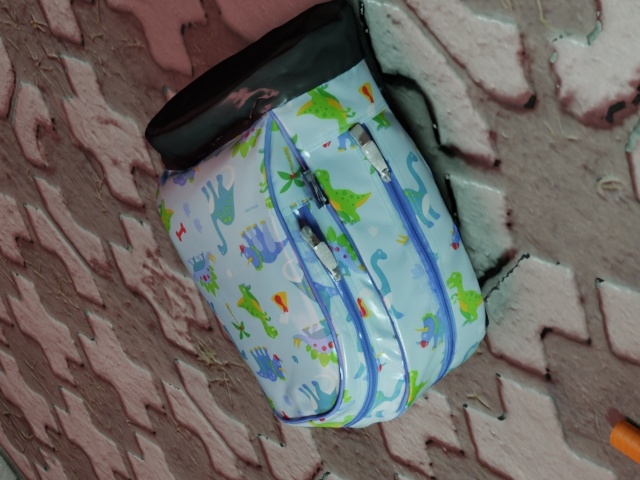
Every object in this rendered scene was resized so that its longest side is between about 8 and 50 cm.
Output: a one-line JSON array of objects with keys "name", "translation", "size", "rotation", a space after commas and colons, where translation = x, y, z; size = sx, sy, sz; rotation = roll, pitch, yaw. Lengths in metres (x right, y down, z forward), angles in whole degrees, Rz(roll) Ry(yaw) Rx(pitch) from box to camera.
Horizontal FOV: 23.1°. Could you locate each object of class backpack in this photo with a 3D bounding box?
[{"name": "backpack", "translation": [0.000, 0.000, 1.471], "size": [0.355, 0.273, 0.290], "rotation": [50, 147, -15]}]

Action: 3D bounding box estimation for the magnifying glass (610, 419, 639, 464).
[{"name": "magnifying glass", "translation": [0.349, 0.228, 1.364], "size": [0.231, 0.026, 0.092], "rotation": [33, 145, 34]}]
